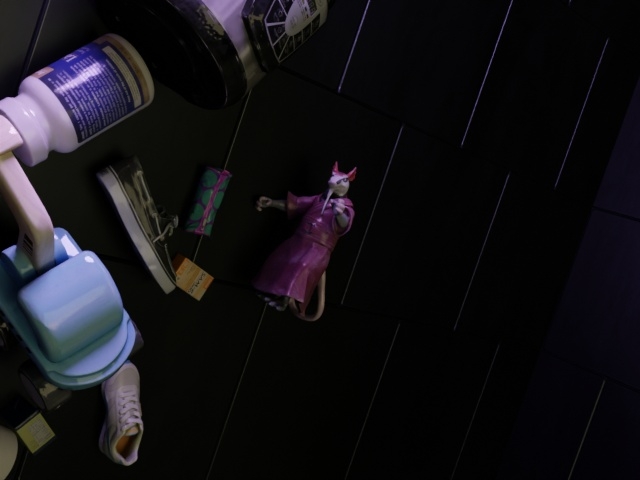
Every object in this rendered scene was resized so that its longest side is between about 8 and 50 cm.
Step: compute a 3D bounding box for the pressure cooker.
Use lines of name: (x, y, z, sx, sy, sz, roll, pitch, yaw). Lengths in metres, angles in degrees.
pressure cooker: (-0.164, -0.501, 1.738, 0.375, 0.370, 0.420, 48, 70, -17)

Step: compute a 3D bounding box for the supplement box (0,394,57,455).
supplement box: (-0.580, 0.365, 1.876, 0.056, 0.083, 0.083, -39, 128, -25)

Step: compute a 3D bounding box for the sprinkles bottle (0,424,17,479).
sprinkles bottle: (-0.724, 0.347, 1.710, 0.355, 0.121, 0.121, 36, 80, -44)

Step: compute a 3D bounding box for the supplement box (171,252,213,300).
supplement box: (-0.288, 0.080, 2.071, 0.098, 0.036, 0.062, 41, 78, -44)

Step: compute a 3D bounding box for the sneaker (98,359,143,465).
sneaker: (-0.415, 0.367, 2.023, 0.087, 0.092, 0.228, -7, 109, -39)

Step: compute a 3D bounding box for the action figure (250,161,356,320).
action figure: (0.000, 0.000, 2.160, 0.276, 0.248, 0.370, 34, 84, -45)

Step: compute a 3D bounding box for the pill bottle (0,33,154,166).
pill bottle: (-0.447, -0.252, 1.717, 0.265, 0.153, 0.153, -38, 128, -27)

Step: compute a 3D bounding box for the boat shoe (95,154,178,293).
boat shoe: (-0.344, -0.032, 1.925, 0.105, 0.113, 0.306, -30, 116, -14)

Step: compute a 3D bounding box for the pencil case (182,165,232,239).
pencil case: (-0.241, -0.083, 2.030, 0.064, 0.070, 0.151, 19, 90, -28)

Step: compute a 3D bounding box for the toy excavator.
toy excavator: (-0.481, 0.041, 1.662, 0.222, 0.445, 0.433, -33, 82, -30)
